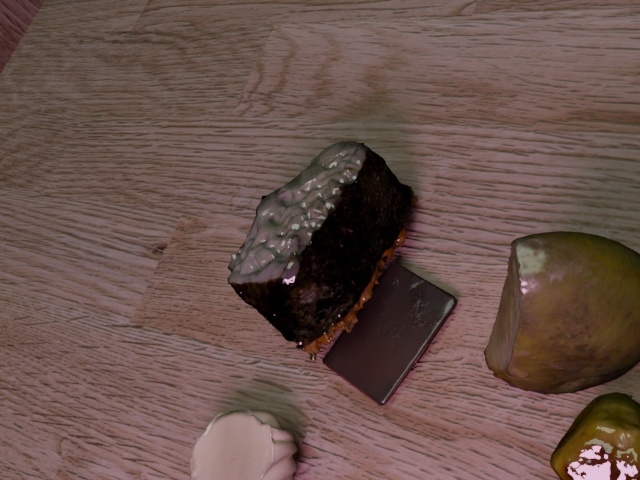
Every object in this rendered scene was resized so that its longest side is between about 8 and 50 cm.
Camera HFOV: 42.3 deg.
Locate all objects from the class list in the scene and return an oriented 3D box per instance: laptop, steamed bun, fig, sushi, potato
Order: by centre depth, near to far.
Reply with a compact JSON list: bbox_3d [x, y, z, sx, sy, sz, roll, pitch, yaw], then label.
[{"bbox_3d":[0.360,0.262,1.018,0.154,0.144,0.165,9,39,1],"label":"fig"},{"bbox_3d":[0.307,0.097,1.075,0.269,0.255,0.112,-26,50,18],"label":"potato"},{"bbox_3d":[-0.117,0.354,1.297,0.183,0.106,0.183,-14,59,25],"label":"steamed bun"},{"bbox_3d":[0.111,0.148,1.331,0.154,0.026,0.207,31,82,40],"label":"laptop"},{"bbox_3d":[0.000,0.000,1.386,0.234,0.207,0.348,9,57,55],"label":"sushi"}]
